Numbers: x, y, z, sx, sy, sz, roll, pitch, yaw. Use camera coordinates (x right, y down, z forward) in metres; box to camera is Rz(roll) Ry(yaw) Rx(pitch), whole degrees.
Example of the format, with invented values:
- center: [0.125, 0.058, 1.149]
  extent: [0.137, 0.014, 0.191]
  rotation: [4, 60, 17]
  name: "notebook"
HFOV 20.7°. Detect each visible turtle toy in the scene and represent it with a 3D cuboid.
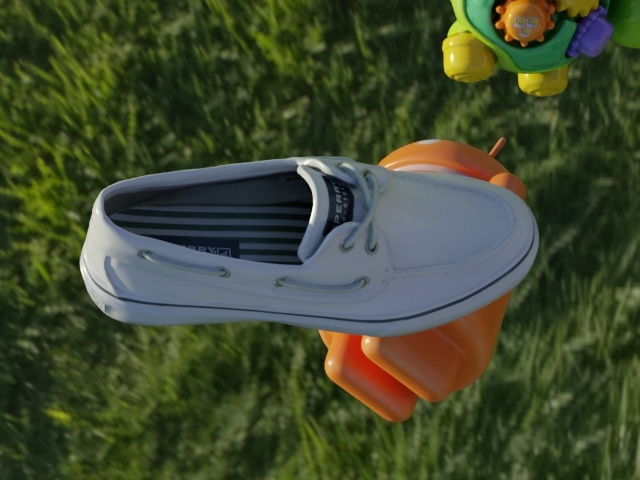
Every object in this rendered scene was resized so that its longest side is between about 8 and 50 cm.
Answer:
- center: [0.113, -0.119, 0.831]
  extent: [0.066, 0.130, 0.095]
  rotation: [-10, 77, 52]
  name: "turtle toy"

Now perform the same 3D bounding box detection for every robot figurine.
- center: [0.072, 0.019, 1.227]
  extent: [0.128, 0.158, 0.219]
  rotation: [12, 50, 13]
  name: "robot figurine"

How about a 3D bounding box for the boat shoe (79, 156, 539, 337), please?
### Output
- center: [0.000, 0.000, 0.836]
  extent: [0.226, 0.076, 0.083]
  rotation: [-8, 62, -11]
  name: "boat shoe"
